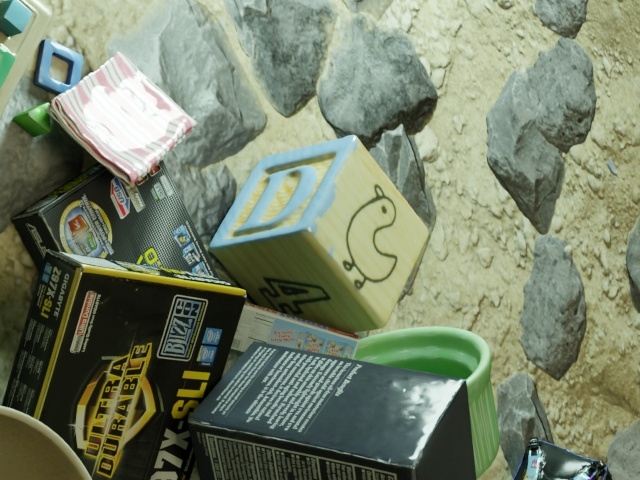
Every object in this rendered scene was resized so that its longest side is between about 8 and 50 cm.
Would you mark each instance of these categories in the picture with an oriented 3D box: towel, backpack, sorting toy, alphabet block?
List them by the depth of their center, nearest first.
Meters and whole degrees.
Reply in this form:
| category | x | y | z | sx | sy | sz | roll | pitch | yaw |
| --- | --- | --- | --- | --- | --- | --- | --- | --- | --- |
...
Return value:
| category | x | y | z | sx | sy | sz | roll | pitch | yaw |
| --- | --- | --- | --- | --- | --- | --- | --- | --- | --- |
| sorting toy | -0.410 | -0.261 | 1.722 | 0.347 | 0.047 | 0.196 | 40 | 55 | -35 |
| towel | -0.245 | -0.158 | 1.829 | 0.144 | 0.029 | 0.197 | 43 | 35 | -3 |
| alphabet block | 0.000 | 0.000 | 2.013 | 0.197 | 0.193 | 0.192 | 50 | 51 | -29 |
| backpack | 0.383 | 0.433 | 2.380 | 0.173 | 0.158 | 0.117 | -59 | 143 | -21 |

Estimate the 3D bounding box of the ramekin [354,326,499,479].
| category | x | y | z | sx | sy | sz | roll | pitch | yaw |
| --- | --- | --- | --- | --- | --- | --- | --- | --- | --- |
| ramekin | 0.101 | 0.248 | 2.003 | 0.303 | 0.303 | 0.148 | -34 | 115 | -46 |

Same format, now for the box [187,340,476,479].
| category | x | y | z | sx | sy | sz | roll | pitch | yaw |
| --- | --- | --- | --- | --- | --- | --- | --- | --- | --- |
| box | 0.029 | 0.307 | 1.772 | 0.183 | 0.294 | 0.296 | -49 | 140 | -47 |

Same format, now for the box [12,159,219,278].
| category | x | y | z | sx | sy | sz | roll | pitch | yaw |
| --- | --- | --- | --- | --- | --- | --- | --- | --- | --- |
| box | -0.240 | 0.037 | 1.838 | 0.216 | 0.060 | 0.270 | -40 | 111 | -45 |

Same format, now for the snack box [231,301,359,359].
| category | x | y | z | sx | sy | sz | roll | pitch | yaw |
| --- | --- | --- | --- | --- | --- | --- | --- | --- | --- |
| snack box | -0.041 | 0.136 | 1.971 | 0.178 | 0.022 | 0.064 | 17 | 104 | -6 |

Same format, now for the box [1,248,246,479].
| category | x | y | z | sx | sy | sz | roll | pitch | yaw |
| --- | --- | --- | --- | --- | --- | --- | --- | --- | --- |
| box | -0.242 | 0.185 | 1.703 | 0.257 | 0.079 | 0.322 | 12 | 98 | -48 |

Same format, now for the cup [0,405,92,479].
| category | x | y | z | sx | sy | sz | roll | pitch | yaw |
| --- | --- | --- | --- | --- | --- | --- | --- | --- | --- |
| cup | -0.409 | 0.335 | 1.456 | 0.331 | 0.237 | 0.331 | 12 | 74 | -45 |
